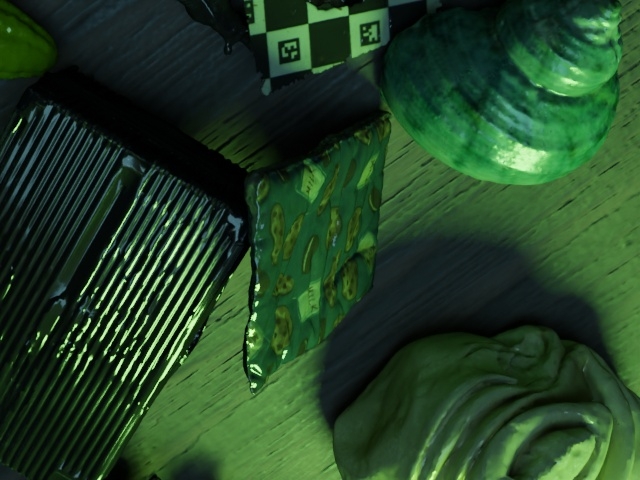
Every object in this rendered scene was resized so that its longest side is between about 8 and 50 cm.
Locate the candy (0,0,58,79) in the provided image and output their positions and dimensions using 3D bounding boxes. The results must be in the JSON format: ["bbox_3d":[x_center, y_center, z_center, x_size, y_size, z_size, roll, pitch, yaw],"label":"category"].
[{"bbox_3d":[-0.317,-0.180,0.987,0.209,0.097,0.096,15,111,-20],"label":"candy"}]

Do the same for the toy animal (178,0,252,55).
[{"bbox_3d":[-0.095,-0.204,1.019,0.047,0.065,0.135,-34,126,9],"label":"toy animal"}]

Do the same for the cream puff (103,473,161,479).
[{"bbox_3d":[-0.201,0.311,1.187,0.183,0.183,0.169,14,75,-14],"label":"cream puff"}]

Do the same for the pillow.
[{"bbox_3d":[0.001,0.001,1.040,0.034,0.255,0.189,12,113,22],"label":"pillow"}]

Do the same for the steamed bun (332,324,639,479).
[{"bbox_3d":[0.188,0.230,1.179,0.289,0.203,0.276,36,105,-21],"label":"steamed bun"}]

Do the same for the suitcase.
[{"bbox_3d":[-0.214,0.046,1.044,0.230,0.152,0.335,31,108,-5],"label":"suitcase"}]

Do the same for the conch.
[{"bbox_3d":[0.174,-0.140,1.045,0.196,0.134,0.202,30,109,-27],"label":"conch"}]

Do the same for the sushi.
[{"bbox_3d":[0.001,-0.254,1.018,0.193,0.040,0.210,-25,121,-20],"label":"sushi"}]
